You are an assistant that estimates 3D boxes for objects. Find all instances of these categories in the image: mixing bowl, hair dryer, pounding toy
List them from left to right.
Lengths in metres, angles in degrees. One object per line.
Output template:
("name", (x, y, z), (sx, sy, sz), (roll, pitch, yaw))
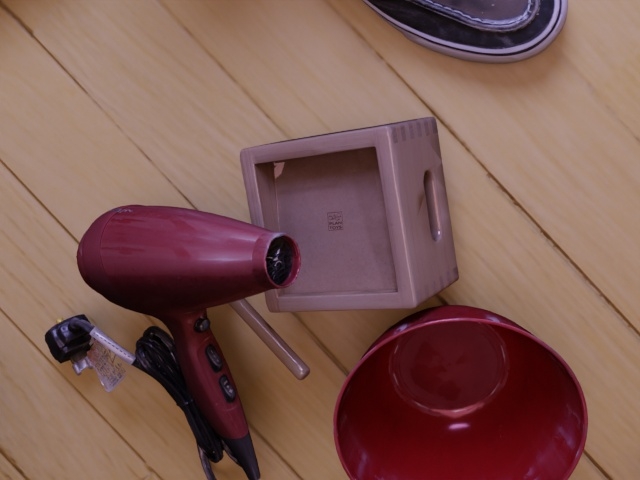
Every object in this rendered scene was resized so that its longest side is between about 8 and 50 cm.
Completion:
("hair dryer", (-0.094, 0.067, 0.640), (0.223, 0.080, 0.293), (37, 139, 1))
("pounding toy", (-0.003, 0.010, 0.654), (0.206, 0.094, 0.181), (-5, 100, 32))
("mixing bowl", (0.102, 0.118, 0.638), (0.181, 0.098, 0.181), (1, 113, 3))

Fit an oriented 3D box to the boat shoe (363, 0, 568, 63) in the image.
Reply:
("boat shoe", (0.044, -0.232, 0.594), (0.306, 0.105, 0.113), (39, 103, 1))
